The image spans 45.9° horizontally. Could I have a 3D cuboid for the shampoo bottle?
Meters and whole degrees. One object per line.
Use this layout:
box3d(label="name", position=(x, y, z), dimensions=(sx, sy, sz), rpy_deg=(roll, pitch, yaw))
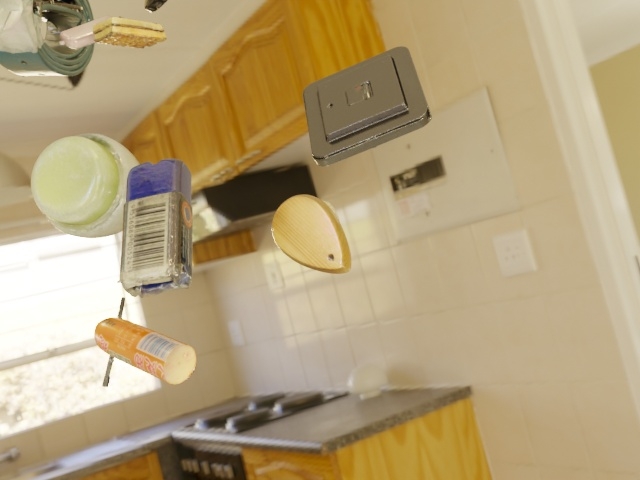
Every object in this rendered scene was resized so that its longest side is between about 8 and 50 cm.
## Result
box3d(label="shampoo bottle", position=(-0.705, -0.163, 2.343), dimensions=(0.322, 0.322, 0.317), rpy_deg=(-15, -14, 13))

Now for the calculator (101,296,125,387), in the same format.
box3d(label="calculator", position=(-0.652, 0.318, 2.394), dimensions=(0.021, 0.261, 0.161), rpy_deg=(12, -47, -14))

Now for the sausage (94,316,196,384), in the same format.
box3d(label="sausage", position=(-0.413, 0.236, 1.694), dimensions=(0.312, 0.093, 0.093), rpy_deg=(13, 16, 39))

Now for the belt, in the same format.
box3d(label="belt", position=(-0.782, -0.611, 2.106), dimensions=(0.173, 0.300, 0.436), rpy_deg=(0, 5, 12))

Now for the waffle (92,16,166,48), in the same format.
box3d(label="waffle", position=(-0.455, -0.494, 1.800), dimensions=(0.148, 0.042, 0.102), rpy_deg=(-6, 2, -45))

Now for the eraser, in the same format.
box3d(label="eraser", position=(-0.386, -0.030, 1.783), dimensions=(0.155, 0.332, 0.101), rpy_deg=(-11, -30, 10))

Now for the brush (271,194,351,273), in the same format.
box3d(label="brush", position=(0.000, 0.000, 2.041), dimensions=(0.174, 0.266, 0.166), rpy_deg=(-47, -23, 10))

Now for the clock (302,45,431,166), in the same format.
box3d(label="clock", position=(0.093, -0.311, 1.693), dimensions=(0.273, 0.279, 0.049), rpy_deg=(-22, -44, 13))

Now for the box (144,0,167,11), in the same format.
box3d(label="box", position=(-0.401, -0.713, 1.966), dimensions=(0.042, 0.201, 0.212), rpy_deg=(15, -15, -33))

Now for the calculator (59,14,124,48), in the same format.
box3d(label="calculator", position=(-0.563, -0.516, 1.867), dimensions=(0.175, 0.032, 0.100), rpy_deg=(-29, 38, -23))
